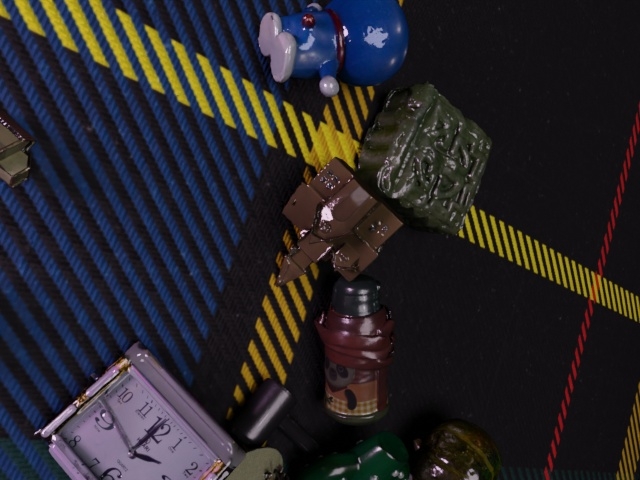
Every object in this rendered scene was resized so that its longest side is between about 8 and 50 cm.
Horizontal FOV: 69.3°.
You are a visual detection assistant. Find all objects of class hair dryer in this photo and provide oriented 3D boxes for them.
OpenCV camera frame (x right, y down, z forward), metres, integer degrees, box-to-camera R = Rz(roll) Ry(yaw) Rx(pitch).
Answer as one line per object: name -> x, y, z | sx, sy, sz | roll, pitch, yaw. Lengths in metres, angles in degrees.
hair dryer -> -0.064, 0.370, 0.871 | 0.114, 0.070, 0.248 | -47, 126, -21

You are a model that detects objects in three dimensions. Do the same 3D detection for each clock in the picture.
clock -> -0.256, 0.295, 0.671 | 0.253, 0.083, 0.186 | 43, 68, 11

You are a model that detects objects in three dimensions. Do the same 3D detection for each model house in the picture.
model house -> 0.000, 0.000, 0.805 | 0.181, 0.176, 0.248 | 44, 102, 5
model house -> -0.404, -0.122, 0.598 | 0.083, 0.057, 0.058 | 43, 45, -9

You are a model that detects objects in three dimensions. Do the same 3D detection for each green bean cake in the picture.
green bean cake -> 0.208, -0.160, 0.942 | 0.254, 0.132, 0.241 | 29, 83, -32

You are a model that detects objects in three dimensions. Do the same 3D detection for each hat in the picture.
hat -> -0.122, 0.479, 0.740 | 0.257, 0.130, 0.258 | -30, 137, -32

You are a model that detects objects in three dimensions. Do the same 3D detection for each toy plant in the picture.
toy plant -> 0.067, 0.474, 0.908 | 0.243, 0.113, 0.233 | -28, 128, 1

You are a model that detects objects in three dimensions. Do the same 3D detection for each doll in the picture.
doll -> 0.027, -0.330, 0.789 | 0.256, 0.161, 0.216 | -13, 71, -18

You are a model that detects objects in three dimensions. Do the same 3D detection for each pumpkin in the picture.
pumpkin -> 0.284, 0.517, 1.038 | 0.260, 0.189, 0.261 | -32, 134, -39

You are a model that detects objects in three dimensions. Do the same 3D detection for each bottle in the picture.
bottle -> 0.064, 0.198, 0.884 | 0.156, 0.143, 0.272 | 0, 100, 6
